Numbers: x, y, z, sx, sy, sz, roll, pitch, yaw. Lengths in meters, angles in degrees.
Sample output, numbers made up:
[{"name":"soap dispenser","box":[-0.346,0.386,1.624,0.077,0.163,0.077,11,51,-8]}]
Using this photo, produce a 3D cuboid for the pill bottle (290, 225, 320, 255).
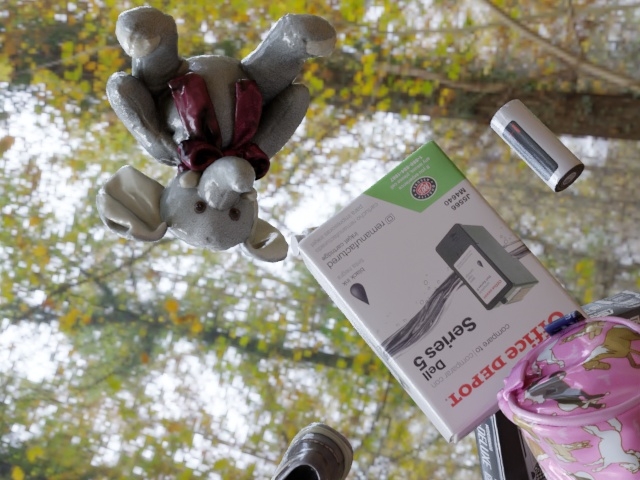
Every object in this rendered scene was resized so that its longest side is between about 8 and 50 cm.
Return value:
[{"name":"pill bottle","box":[0.000,0.000,1.453,0.083,0.043,0.043,-12,-68,-22]}]

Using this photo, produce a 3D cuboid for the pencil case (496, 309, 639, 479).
[{"name":"pencil case","box":[0.314,0.257,1.020,0.160,0.167,0.386,-33,-61,-8]}]

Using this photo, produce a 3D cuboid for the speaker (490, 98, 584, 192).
[{"name":"speaker","box":[0.297,-0.131,1.376,0.055,0.136,0.055,-32,-25,-16]}]

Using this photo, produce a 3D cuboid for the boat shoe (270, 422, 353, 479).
[{"name":"boat shoe","box":[-0.066,0.461,1.635,0.130,0.132,0.355,-29,-38,-65]}]

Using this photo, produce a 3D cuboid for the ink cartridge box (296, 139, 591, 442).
[{"name":"ink cartridge box","box":[0.137,0.059,1.122,0.198,0.273,0.115,-38,-16,-5]}]

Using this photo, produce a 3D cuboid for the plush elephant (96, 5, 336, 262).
[{"name":"plush elephant","box":[-0.139,-0.106,1.273,0.272,0.330,0.255,1,-119,-25]}]

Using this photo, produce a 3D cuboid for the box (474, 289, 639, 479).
[{"name":"box","box":[0.372,0.234,1.486,0.308,0.076,0.242,-16,-75,-20]}]
